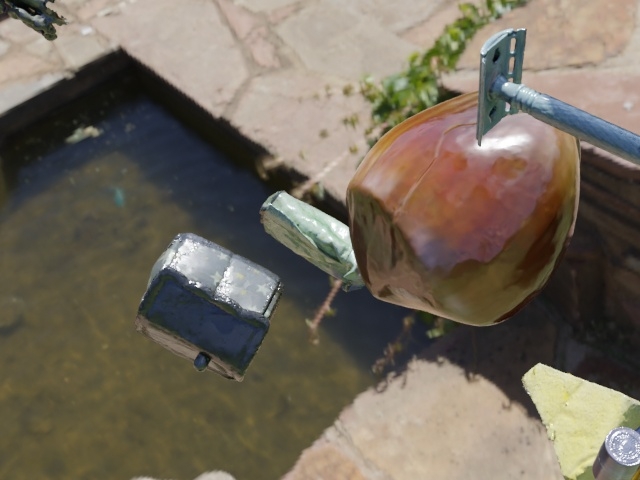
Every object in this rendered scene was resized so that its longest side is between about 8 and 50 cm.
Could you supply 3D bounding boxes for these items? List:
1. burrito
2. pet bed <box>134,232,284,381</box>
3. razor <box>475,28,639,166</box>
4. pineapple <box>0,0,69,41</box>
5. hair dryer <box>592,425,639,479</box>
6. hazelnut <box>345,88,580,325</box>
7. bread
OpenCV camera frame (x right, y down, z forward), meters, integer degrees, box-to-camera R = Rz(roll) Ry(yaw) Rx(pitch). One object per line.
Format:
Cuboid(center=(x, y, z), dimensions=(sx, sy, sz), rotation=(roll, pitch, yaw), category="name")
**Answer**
Cuboid(center=(0.000, 0.000, 1.832), dimensions=(0.229, 0.144, 0.089), rotation=(35, 79, 10), category="burrito")
Cuboid(center=(-0.188, 0.120, 1.648), dimensions=(0.211, 0.183, 0.159), rotation=(27, 45, -2), category="pet bed")
Cuboid(center=(0.247, -0.100, 0.931), dimensions=(0.232, 0.106, 0.068), rotation=(31, 57, 29), category="razor")
Cuboid(center=(-0.499, -0.364, 1.341), dimensions=(0.175, 0.361, 0.175), rotation=(-26, 51, 38), category="pineapple")
Cuboid(center=(0.297, 0.175, 0.930), dimensions=(0.114, 0.063, 0.037), rotation=(-35, 62, -20), category="hair dryer")
Cuboid(center=(0.211, -0.051, 1.434), dimensions=(0.372, 0.315, 0.372), rotation=(-50, 12, 14), category="hazelnut")
Cuboid(center=(0.487, 0.356, 1.837), dimensions=(0.236, 0.263, 0.198), rotation=(28, 88, 55), category="bread")
